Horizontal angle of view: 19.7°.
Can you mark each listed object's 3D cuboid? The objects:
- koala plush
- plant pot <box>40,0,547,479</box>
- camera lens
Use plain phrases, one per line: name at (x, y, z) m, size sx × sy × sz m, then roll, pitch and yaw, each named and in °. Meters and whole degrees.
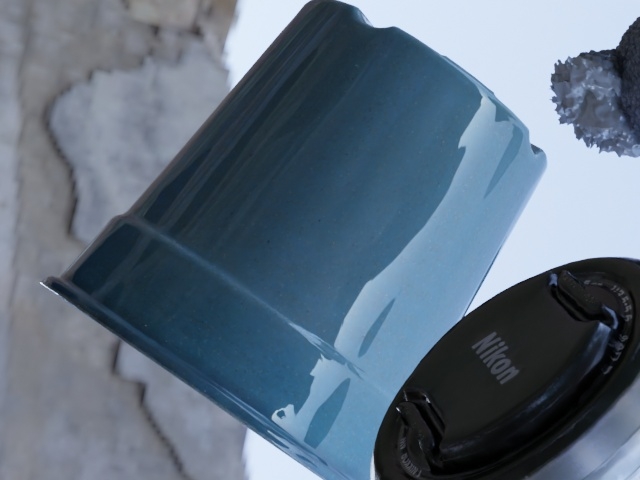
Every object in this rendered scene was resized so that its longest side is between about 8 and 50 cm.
koala plush at (0.271, -0.066, 1.234) m, size 0.196 × 0.221 × 0.203 m, roll -36°, pitch 172°, yaw 0°
plant pot at (0.000, 0.000, 1.564) m, size 0.334 × 0.341 × 0.341 m, roll -55°, pitch -159°, yaw -7°
camera lens at (0.179, 0.163, 1.067) m, size 0.219 × 0.274 × 0.219 m, roll -35°, pitch -160°, yaw 15°
